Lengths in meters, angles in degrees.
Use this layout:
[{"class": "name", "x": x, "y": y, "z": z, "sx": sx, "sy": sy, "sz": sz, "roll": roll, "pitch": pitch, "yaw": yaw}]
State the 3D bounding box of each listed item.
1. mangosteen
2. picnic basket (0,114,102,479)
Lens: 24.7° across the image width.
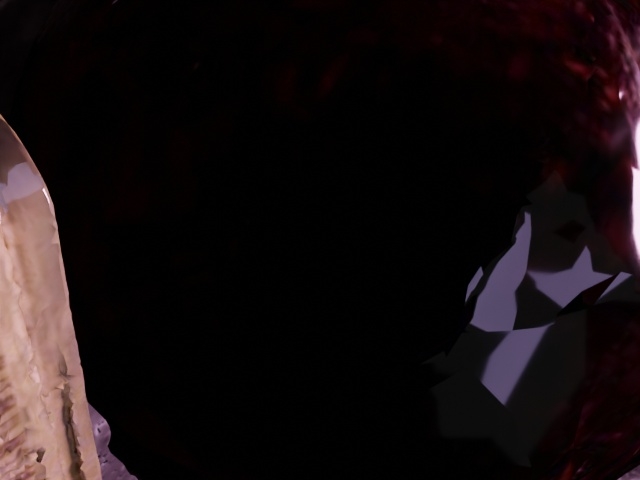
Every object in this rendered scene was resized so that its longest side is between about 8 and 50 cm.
[{"class": "mangosteen", "x": 0.034, "y": -0.047, "z": 0.737, "sx": 0.381, "sy": 0.381, "sz": 0.421, "roll": -9, "pitch": 122, "yaw": -59}, {"class": "picnic basket", "x": -0.208, "y": -0.001, "z": 0.412, "sx": 0.175, "sy": 0.313, "sz": 0.228, "roll": -39, "pitch": 154, "yaw": -26}]
